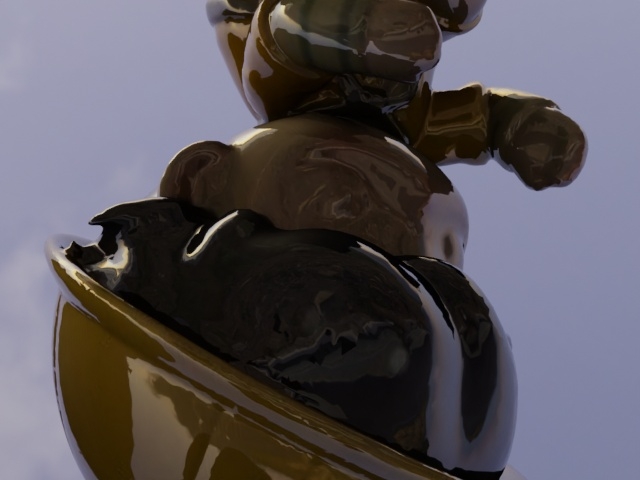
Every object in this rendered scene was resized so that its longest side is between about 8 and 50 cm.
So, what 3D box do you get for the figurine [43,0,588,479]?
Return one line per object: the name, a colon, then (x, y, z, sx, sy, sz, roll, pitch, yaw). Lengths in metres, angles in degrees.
figurine: (-0.003, 0.001, 0.604, 0.192, 0.167, 0.256, 20, -114, -27)
